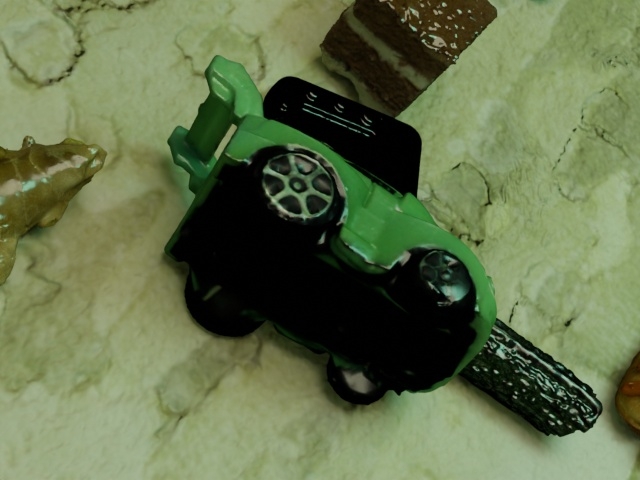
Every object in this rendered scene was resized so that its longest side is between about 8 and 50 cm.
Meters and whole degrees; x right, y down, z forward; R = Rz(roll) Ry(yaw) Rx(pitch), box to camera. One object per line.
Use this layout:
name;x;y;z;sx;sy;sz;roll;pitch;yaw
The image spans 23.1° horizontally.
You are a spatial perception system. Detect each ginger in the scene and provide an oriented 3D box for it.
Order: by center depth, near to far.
ginger;-0.301;-0.043;1.476;0.115;0.081;0.205;33;57;11

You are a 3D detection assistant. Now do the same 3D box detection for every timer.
timer;0.017;-0.087;1.689;0.187;0.055;0.144;21;56;-20

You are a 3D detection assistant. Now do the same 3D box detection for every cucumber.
cucumber;0.170;0.114;1.629;0.265;0.077;0.077;35;51;-5

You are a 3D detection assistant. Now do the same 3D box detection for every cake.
cake;0.094;-0.230;1.754;0.135;0.147;0.134;43;53;1

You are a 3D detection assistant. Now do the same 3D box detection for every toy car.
toy car;0.000;0.000;1.515;0.359;0.213;0.176;29;51;-4

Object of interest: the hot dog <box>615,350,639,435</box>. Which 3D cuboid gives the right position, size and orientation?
hot dog;0.463;0.116;1.754;0.158;0.117;0.349;47;52;4
